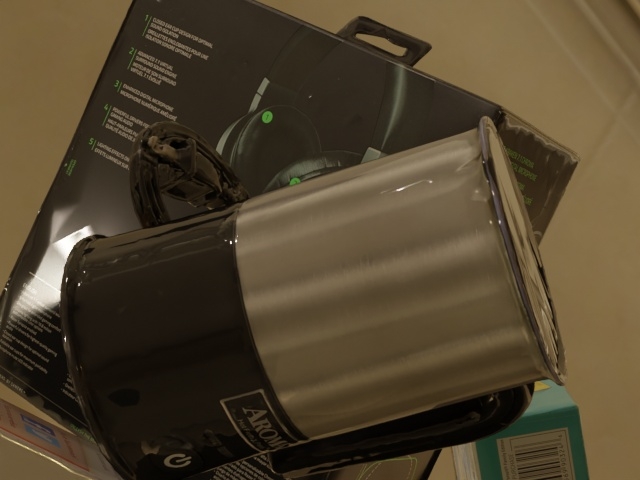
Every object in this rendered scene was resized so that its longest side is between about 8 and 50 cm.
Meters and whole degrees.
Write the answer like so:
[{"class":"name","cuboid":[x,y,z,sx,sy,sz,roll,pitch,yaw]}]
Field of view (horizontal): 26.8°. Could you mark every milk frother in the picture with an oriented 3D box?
[{"class":"milk frother","cuboid":[0.000,0.000,0.440,0.135,0.129,0.143,-16,68,13]}]

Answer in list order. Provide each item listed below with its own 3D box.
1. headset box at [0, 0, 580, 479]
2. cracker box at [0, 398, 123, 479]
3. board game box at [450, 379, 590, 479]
[{"class":"headset box","cuboid":[-0.025,0.003,0.769,0.246,0.131,0.283,27,95,30]},{"class":"cracker box","cuboid":[-0.082,0.153,0.437,0.155,0.232,0.067,-62,17,-4]},{"class":"board game box","cuboid":[0.155,0.207,1.072,0.079,0.253,0.336,-10,10,1]}]
